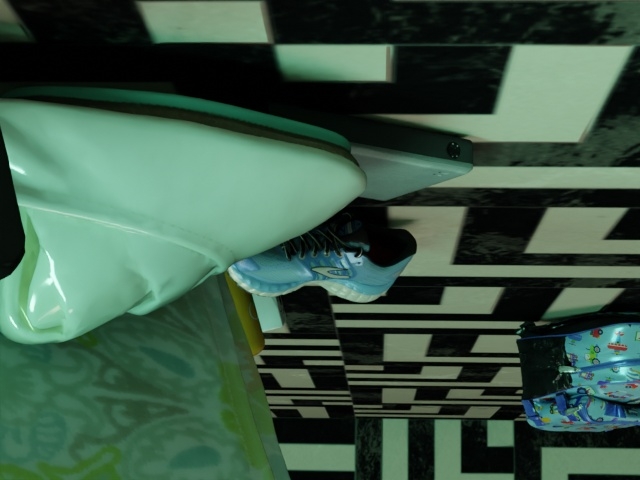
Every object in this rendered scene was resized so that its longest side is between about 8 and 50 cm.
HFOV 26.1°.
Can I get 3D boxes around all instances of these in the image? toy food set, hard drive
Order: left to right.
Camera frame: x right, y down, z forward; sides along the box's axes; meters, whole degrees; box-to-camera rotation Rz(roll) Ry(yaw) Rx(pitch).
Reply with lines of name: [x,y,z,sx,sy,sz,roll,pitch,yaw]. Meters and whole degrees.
toy food set: [-0.096,0.032,1.100,0.111,0.104,0.232,-14,-175,5]
hard drive: [0.005,-0.049,0.788,0.135,0.022,0.094,8,167,-31]

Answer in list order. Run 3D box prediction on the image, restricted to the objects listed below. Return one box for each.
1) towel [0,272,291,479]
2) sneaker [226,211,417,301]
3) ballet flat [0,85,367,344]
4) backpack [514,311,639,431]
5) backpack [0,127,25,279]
towel: [-0.195,0.075,0.683,0.375,0.320,0.090,10,125,-28]
sneaker: [0.000,0.000,0.986,0.162,0.063,0.073,4,151,-37]
ballet flat: [-0.172,-0.015,0.643,0.400,0.139,0.139,10,166,-22]
backpack: [0.312,0.135,1.440,0.158,0.116,0.173,9,163,-37]
backpack: [-0.325,-0.035,0.409,0.356,0.273,0.290,-27,161,19]
